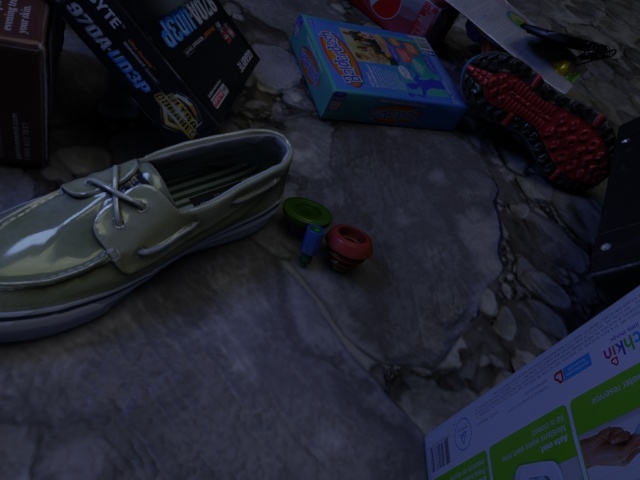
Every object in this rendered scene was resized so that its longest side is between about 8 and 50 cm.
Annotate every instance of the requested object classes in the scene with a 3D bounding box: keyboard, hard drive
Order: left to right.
[{"bbox_3d":[0.366,-0.283,0.800,0.100,0.038,0.192,32,31,32],"label":"keyboard"},{"bbox_3d":[0.416,0.017,0.629,0.237,0.064,0.339,53,45,-13],"label":"hard drive"}]

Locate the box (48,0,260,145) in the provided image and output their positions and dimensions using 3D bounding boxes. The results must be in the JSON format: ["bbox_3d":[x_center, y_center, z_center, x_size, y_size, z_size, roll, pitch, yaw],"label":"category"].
[{"bbox_3d":[-0.146,-0.205,0.521,0.175,0.051,0.220,52,23,-24],"label":"box"}]

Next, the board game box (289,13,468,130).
[{"bbox_3d":[0.078,-0.227,0.739,0.210,0.047,0.160,0,54,-27],"label":"board game box"}]

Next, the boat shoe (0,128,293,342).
[{"bbox_3d":[-0.149,-0.025,0.433,0.302,0.094,0.109,-29,69,-39],"label":"boat shoe"}]

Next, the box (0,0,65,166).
[{"bbox_3d":[-0.409,-0.184,0.413,0.381,0.143,0.191,5,52,-24],"label":"box"}]

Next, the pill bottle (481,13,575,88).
[{"bbox_3d":[0.336,-0.320,0.910,0.087,0.087,0.160,-29,69,-39],"label":"pill bottle"}]

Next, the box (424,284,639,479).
[{"bbox_3d":[0.178,0.186,0.301,0.126,0.262,0.231,14,48,-15],"label":"box"}]

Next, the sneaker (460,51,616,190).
[{"bbox_3d":[0.309,-0.180,0.769,0.262,0.104,0.125,39,23,-10],"label":"sneaker"}]

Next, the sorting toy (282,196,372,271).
[{"bbox_3d":[0.000,0.000,0.527,0.102,0.042,0.061,32,30,18],"label":"sorting toy"}]

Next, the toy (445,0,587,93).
[{"bbox_3d":[0.283,-0.300,0.824,0.237,0.056,0.137,41,47,11],"label":"toy"}]

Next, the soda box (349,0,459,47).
[{"bbox_3d":[0.100,-0.423,0.885,0.263,0.083,0.092,44,48,11],"label":"soda box"}]
